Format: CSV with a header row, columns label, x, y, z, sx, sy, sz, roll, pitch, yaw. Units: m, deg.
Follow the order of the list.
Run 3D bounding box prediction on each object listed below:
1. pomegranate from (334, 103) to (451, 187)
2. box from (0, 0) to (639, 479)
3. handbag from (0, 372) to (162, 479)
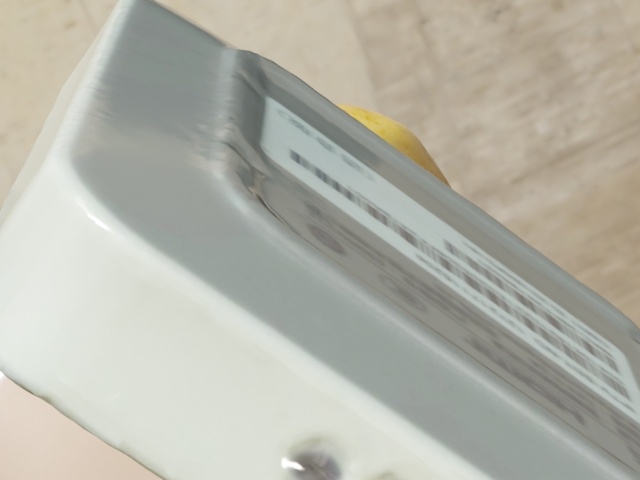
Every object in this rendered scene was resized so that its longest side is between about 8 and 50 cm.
label,x,y,z,sx,sy,sz,roll,pitch,yaw
pomegranate,0.004,0.000,1.464,0.233,0.233,0.233,62,172,15
box,0.043,0.049,0.793,0.367,0.090,0.373,34,-167,-12
handbag,-0.086,0.206,1.203,0.149,0.301,0.283,118,157,-73
